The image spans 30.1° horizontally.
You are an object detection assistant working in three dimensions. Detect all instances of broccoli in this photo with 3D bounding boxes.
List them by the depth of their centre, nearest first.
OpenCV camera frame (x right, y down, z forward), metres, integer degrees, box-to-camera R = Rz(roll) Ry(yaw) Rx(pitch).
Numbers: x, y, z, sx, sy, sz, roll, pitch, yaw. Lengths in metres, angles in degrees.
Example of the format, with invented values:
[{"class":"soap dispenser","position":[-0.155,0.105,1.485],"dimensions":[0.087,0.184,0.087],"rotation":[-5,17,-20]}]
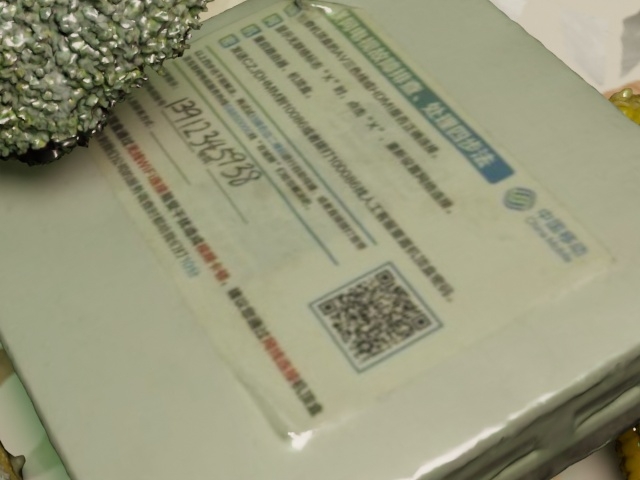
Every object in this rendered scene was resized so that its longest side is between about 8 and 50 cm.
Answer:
[{"class":"broccoli","position":[-0.143,-0.193,0.764],"dimensions":[0.221,0.252,0.361],"rotation":[46,52,-1]}]

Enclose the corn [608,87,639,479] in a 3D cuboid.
[{"class":"corn","position":[0.239,0.061,0.790],"dimensions":[0.131,0.131,0.344],"rotation":[-5,64,-9]}]

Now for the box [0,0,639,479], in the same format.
[{"class":"box","position":[0.001,0.001,0.738],"dimensions":[0.396,0.111,0.396],"rotation":[-28,52,-14]}]

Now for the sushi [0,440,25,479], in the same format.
[{"class":"sushi","position":[-0.260,0.126,0.706],"dimensions":[0.139,0.131,0.291],"rotation":[-32,80,-20]}]
